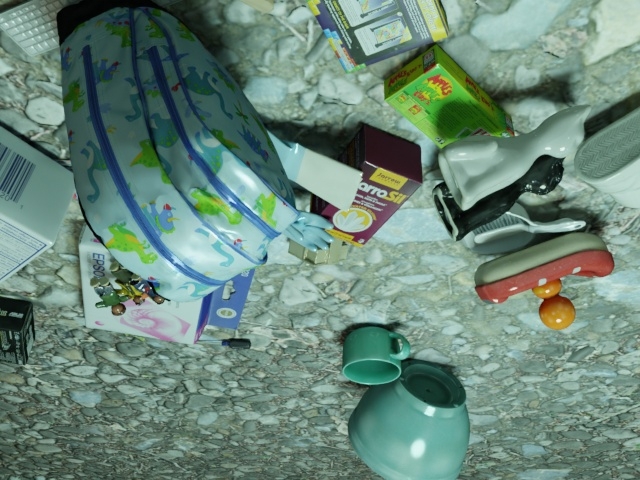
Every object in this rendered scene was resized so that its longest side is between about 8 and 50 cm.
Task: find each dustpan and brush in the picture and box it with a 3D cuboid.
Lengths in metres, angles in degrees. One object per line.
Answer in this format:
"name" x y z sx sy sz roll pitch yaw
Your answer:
"dustpan and brush" 0.333 -0.025 1.108 0.211 0.060 0.147 -14 140 22

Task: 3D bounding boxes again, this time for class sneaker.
"sneaker" 0.524 -0.146 0.914 0.292 0.108 0.169 -30 145 34

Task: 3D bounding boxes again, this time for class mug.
"mug" 0.128 0.250 1.466 0.158 0.097 0.129 -6 142 11

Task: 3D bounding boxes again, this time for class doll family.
"doll family" -0.314 0.080 1.185 0.193 0.076 0.111 -9 134 8

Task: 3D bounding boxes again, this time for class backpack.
"backpack" -0.173 -0.102 0.791 0.273 0.355 0.290 -15 142 17

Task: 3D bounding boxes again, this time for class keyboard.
"keyboard" -0.294 -0.296 0.829 0.256 0.014 0.072 -12 141 20

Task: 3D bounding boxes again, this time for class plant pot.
"plant pot" 0.233 0.413 1.559 0.293 0.293 0.196 12 116 -12

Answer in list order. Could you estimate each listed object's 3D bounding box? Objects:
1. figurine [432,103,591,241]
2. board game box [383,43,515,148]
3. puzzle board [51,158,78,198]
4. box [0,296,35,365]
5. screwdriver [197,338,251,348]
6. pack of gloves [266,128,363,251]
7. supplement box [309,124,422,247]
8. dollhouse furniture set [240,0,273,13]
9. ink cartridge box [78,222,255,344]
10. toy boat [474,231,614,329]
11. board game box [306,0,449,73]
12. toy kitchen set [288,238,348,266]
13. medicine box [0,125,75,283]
"figurine" 0.275 -0.104 0.935 0.209 0.092 0.215 -23 160 -2
"board game box" 0.183 -0.184 0.919 0.181 0.043 0.092 32 135 -34
"puzzle board" -0.431 -0.101 1.104 0.128 0.011 0.096 3 144 0
"box" -0.734 0.201 1.479 0.147 0.077 0.180 12 142 -12
"screwdriver" -0.247 0.243 1.549 0.170 0.024 0.025 2 173 5
"pack of gloves" -0.070 -0.075 1.008 0.232 0.046 0.195 27 138 7
"supplement box" 0.067 -0.081 1.035 0.104 0.081 0.188 19 141 -20
"dollhouse furniture set" -0.070 -0.433 0.483 0.394 0.256 0.362 12 157 -43
"ink cartridge box" -0.312 0.105 1.329 0.330 0.071 0.324 11 142 -8
"toy boat" 0.391 0.079 1.120 0.231 0.151 0.151 -19 175 -2
"board game box" 0.060 -0.296 0.774 0.141 0.048 0.170 -15 139 20
"toy kitchen set" 0.000 0.000 1.200 0.083 0.075 0.068 -7 115 -44
"medicine box" -0.587 -0.061 1.044 0.289 0.149 0.263 -26 131 35
